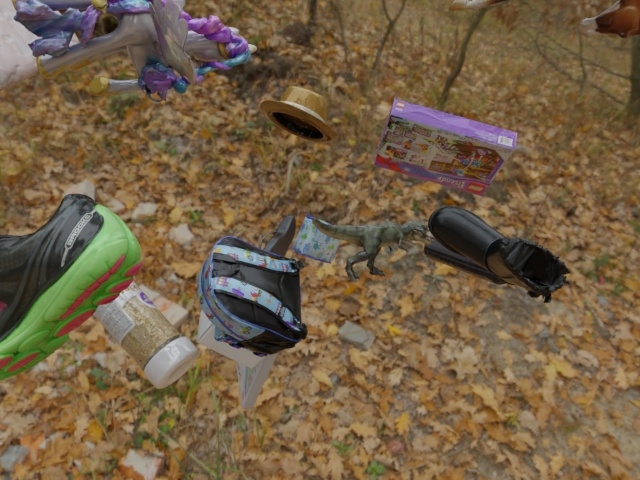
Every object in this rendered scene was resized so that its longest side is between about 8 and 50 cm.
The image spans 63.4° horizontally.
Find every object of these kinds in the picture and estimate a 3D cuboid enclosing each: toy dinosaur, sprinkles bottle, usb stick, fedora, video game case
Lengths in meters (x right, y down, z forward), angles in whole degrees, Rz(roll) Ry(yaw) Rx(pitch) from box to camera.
[{"bbox_3d":[0.093,0.014,0.993,0.268,0.118,0.064,1,17,-27],"label":"toy dinosaur"},{"bbox_3d":[-0.438,0.173,1.191,0.355,0.121,0.121,43,40,13],"label":"sprinkles bottle"},{"bbox_3d":[0.288,0.030,1.002,0.077,0.045,0.278,-27,14,-10],"label":"usb stick"},{"bbox_3d":[-0.038,-0.284,1.143,0.194,0.079,0.194,21,-4,1],"label":"fedora"},{"bbox_3d":[-0.184,0.249,1.446,0.036,0.329,0.300,7,38,-24],"label":"video game case"}]

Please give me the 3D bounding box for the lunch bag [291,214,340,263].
[{"bbox_3d":[0.000,0.000,1.729,0.151,0.128,0.096,20,8,-32],"label":"lunch bag"}]

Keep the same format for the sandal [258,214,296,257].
[{"bbox_3d":[-0.123,0.012,1.379,0.055,0.097,0.254,8,26,10],"label":"sandal"}]

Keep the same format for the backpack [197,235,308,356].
[{"bbox_3d":[-0.116,0.084,0.790,0.173,0.117,0.158,28,43,-38],"label":"backpack"}]

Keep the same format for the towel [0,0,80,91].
[{"bbox_3d":[-0.604,-0.433,0.908,0.317,0.053,0.331,54,20,-25],"label":"towel"}]

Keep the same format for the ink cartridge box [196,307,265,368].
[{"bbox_3d":[-0.172,0.151,1.078,0.140,0.082,0.190,34,24,-25],"label":"ink cartridge box"}]

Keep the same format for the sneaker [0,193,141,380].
[{"bbox_3d":[-0.533,0.100,0.904,0.202,0.483,0.185,54,1,14],"label":"sneaker"}]

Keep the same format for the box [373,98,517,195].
[{"bbox_3d":[0.292,-0.221,1.260,0.294,0.201,0.057,17,62,1],"label":"box"}]

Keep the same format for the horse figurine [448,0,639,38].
[{"bbox_3d":[0.193,-0.285,0.393,0.175,0.263,0.066,4,28,13],"label":"horse figurine"}]

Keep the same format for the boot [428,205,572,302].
[{"bbox_3d":[0.160,0.008,0.475,0.121,0.045,0.099,36,3,1],"label":"boot"}]

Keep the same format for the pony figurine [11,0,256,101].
[{"bbox_3d":[-0.304,-0.371,0.884,0.364,0.351,0.302,-9,81,-2],"label":"pony figurine"}]
